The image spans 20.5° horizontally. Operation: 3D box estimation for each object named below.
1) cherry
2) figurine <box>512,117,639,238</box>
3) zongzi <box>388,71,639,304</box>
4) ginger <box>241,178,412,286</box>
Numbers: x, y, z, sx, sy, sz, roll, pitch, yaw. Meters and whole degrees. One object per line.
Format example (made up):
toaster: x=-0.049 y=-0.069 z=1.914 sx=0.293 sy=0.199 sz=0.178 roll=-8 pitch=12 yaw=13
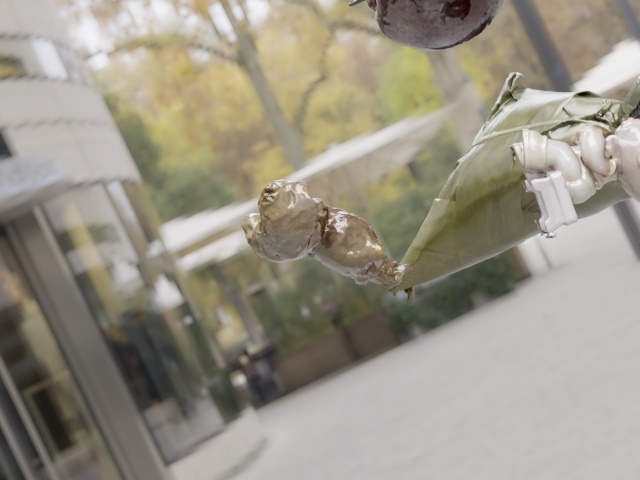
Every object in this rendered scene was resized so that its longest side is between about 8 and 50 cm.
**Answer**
cherry: x=0.143 y=-0.332 z=2.247 sx=0.195 sy=0.195 sz=0.195 roll=-26 pitch=-1 yaw=-1
figurine: x=0.368 y=-0.085 z=2.093 sx=0.256 sy=0.144 sz=0.182 roll=-14 pitch=-19 yaw=1
zongzi: x=0.308 y=-0.057 z=2.511 sx=0.418 sy=0.181 sz=0.447 roll=-50 pitch=18 yaw=-9
ginger: x=0.001 y=0.001 z=1.829 sx=0.084 sy=0.122 sz=0.290 roll=-65 pitch=-26 yaw=-2
